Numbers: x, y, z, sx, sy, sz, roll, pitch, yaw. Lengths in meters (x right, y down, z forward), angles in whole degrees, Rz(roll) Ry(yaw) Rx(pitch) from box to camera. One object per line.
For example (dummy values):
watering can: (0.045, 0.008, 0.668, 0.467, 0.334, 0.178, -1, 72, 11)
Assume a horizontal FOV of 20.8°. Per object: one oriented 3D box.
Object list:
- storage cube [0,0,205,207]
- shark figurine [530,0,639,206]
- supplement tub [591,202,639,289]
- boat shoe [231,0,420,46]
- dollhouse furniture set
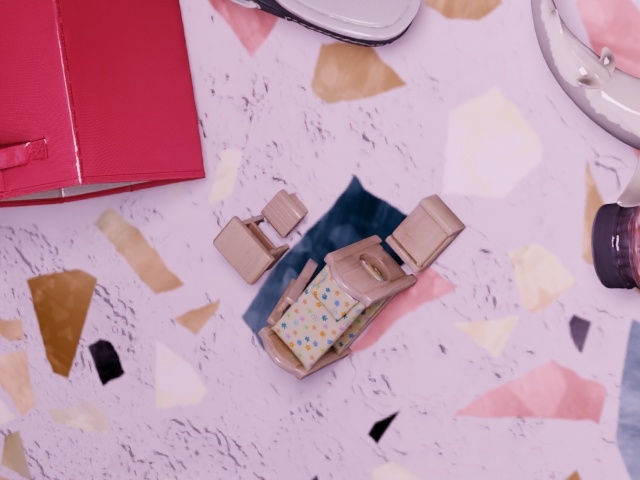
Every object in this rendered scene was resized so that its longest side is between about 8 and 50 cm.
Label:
storage cube: (-0.241, -0.135, 1.600, 0.183, 0.215, 0.193, -9, 90, 32)
shark figurine: (0.232, -0.129, 1.395, 0.278, 0.116, 0.166, 42, 85, 7)
supplement tub: (0.316, 0.001, 1.366, 0.198, 0.106, 0.106, -3, 100, 30)
boat shoe: (-0.040, -0.252, 1.526, 0.302, 0.091, 0.114, 38, 73, 19)
dollhouse furniture set: (0.000, 0.000, 1.549, 0.161, 0.101, 0.182, 48, 119, 13)
